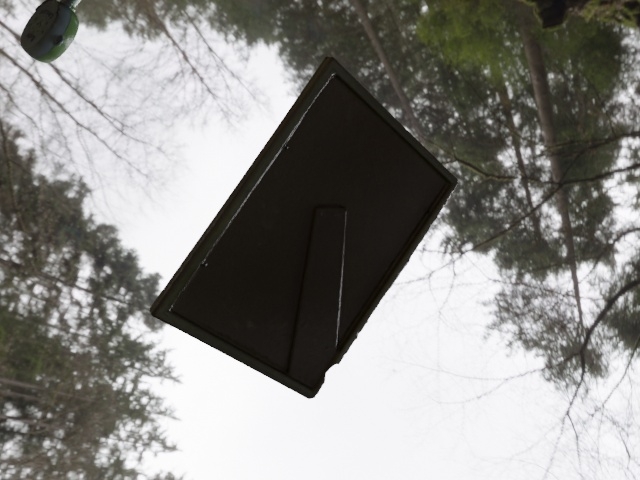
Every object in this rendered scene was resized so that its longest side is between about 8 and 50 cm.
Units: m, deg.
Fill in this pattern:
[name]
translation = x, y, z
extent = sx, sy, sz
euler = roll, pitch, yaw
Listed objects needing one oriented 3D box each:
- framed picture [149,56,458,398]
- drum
[framed picture]
translation = 0.000, 0.000, 0.619
extent = 0.289, 0.211, 0.020
euler = -56, -149, -4
[drum]
translation = -0.456, -0.435, 1.136
extent = 0.253, 0.049, 0.130
euler = -44, -130, 9
